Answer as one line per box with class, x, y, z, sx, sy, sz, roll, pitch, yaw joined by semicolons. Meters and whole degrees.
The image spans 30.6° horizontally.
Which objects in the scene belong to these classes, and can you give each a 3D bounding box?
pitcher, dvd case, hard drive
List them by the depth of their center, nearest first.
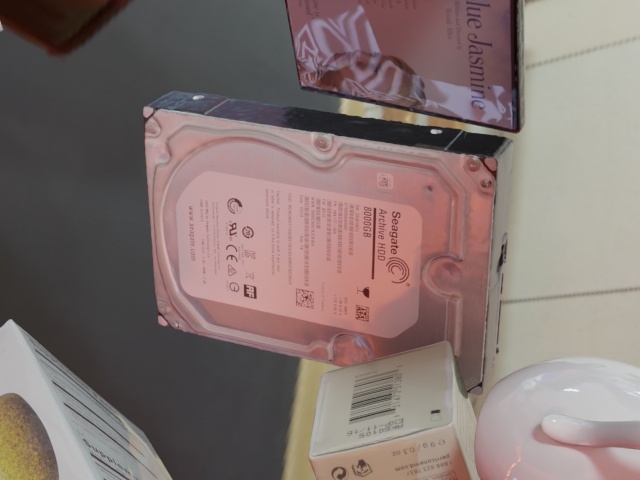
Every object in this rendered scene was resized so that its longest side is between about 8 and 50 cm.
pitcher;0.198;0.135;0.755;0.207;0.178;0.125;4;69;37
hard drive;0.000;0.000;1.074;0.339;0.064;0.237;11;118;20
dvd case;0.079;-0.203;1.146;0.253;0.180;0.022;15;47;25

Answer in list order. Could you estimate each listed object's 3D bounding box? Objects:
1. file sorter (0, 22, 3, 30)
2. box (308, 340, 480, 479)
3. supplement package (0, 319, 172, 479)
file sorter;-0.378;-0.158;0.695;0.192;0.277;0.173;5;118;38
box;0.100;0.262;1.002;0.121;0.311;0.148;-16;19;11
supplement package;-0.134;0.179;0.589;0.139;0.134;0.244;-41;42;-4
